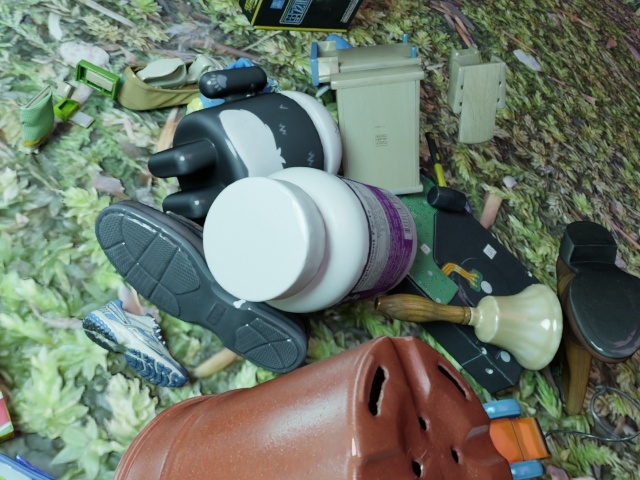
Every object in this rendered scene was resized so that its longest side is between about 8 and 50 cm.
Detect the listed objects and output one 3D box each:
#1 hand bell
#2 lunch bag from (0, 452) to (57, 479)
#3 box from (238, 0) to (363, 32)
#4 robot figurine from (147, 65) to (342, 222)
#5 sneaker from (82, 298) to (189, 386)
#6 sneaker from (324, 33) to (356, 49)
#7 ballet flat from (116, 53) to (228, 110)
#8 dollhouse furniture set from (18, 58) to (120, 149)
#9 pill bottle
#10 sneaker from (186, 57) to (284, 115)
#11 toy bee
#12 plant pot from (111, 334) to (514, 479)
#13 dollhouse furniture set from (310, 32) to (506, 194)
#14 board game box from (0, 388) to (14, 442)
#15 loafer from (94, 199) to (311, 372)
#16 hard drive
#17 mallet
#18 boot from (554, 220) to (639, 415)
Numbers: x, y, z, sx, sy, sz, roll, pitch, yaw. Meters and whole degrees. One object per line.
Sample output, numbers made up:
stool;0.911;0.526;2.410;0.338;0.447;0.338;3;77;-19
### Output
hand bell;0.194;0.105;0.734;0.242;0.126;0.126;10;54;-8
lunch bag;-0.263;0.284;0.426;0.219;0.090;0.176;34;46;-7
box;0.011;-0.559;0.998;0.257;0.322;0.079;-13;65;-36
robot figurine;-0.097;-0.115;0.739;0.174;0.209;0.278;41;47;24
sneaker;-0.202;0.114;0.600;0.135;0.052;0.058;38;44;-2
sneaker;0.087;-0.366;1.072;0.069;0.082;0.209;-23;71;-36
ballet flat;-0.211;-0.260;0.834;0.232;0.073;0.080;-29;74;-40
dollhouse furniture set;-0.338;-0.180;0.706;0.059;0.076;0.151;27;49;-10
pill bottle;0.000;0.000;0.640;0.169;0.169;0.302;58;23;16
sneaker;-0.094;-0.229;0.844;0.240;0.126;0.091;-20;71;-37
toy bee;0.242;0.286;0.690;0.299;0.162;0.195;9;60;6
plant pot;0.002;0.223;0.448;0.272;0.265;0.272;33;38;-30
dollhouse furniture set;0.134;-0.242;0.927;0.287;0.198;0.303;-6;34;1
board game box;-0.407;0.096;0.509;0.124;0.039;0.259;-16;65;-37
loafer;-0.139;0.051;0.660;0.303;0.109;0.095;38;29;-9
hard drive;0.223;0.054;0.873;0.339;0.064;0.237;45;49;4
mallet;0.221;-0.126;0.933;0.063;0.039;0.189;19;47;-16
boot;0.375;0.153;0.755;0.096;0.280;0.264;-1;33;8
